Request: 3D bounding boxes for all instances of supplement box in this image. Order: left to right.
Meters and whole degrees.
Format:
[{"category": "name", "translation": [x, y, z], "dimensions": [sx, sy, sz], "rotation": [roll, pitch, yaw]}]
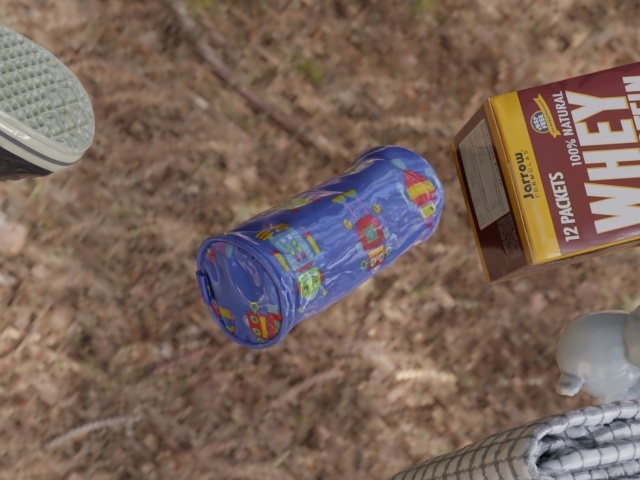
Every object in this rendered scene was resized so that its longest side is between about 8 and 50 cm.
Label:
[{"category": "supplement box", "translation": [0.222, -0.056, 1.327], "dimensions": [0.191, 0.194, 0.129], "rotation": [-14, 85, -5]}]

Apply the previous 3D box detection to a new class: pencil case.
[{"category": "pencil case", "translation": [0.000, 0.000, 1.691], "dimensions": [0.306, 0.133, 0.119], "rotation": [-32, 115, -48]}]

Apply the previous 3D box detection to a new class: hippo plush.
[{"category": "hippo plush", "translation": [0.397, 0.146, 2.007], "dimensions": [0.294, 0.237, 0.234], "rotation": [53, 29, -20]}]

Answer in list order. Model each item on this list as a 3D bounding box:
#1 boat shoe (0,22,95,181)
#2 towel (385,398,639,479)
[{"category": "boat shoe", "translation": [-0.451, -0.199, 1.689], "dimensions": [0.500, 0.156, 0.186], "rotation": [35, 42, -40]}, {"category": "towel", "translation": [0.216, 0.208, 1.332], "dimensions": [0.284, 0.235, 0.121], "rotation": [-3, 73, -30]}]
